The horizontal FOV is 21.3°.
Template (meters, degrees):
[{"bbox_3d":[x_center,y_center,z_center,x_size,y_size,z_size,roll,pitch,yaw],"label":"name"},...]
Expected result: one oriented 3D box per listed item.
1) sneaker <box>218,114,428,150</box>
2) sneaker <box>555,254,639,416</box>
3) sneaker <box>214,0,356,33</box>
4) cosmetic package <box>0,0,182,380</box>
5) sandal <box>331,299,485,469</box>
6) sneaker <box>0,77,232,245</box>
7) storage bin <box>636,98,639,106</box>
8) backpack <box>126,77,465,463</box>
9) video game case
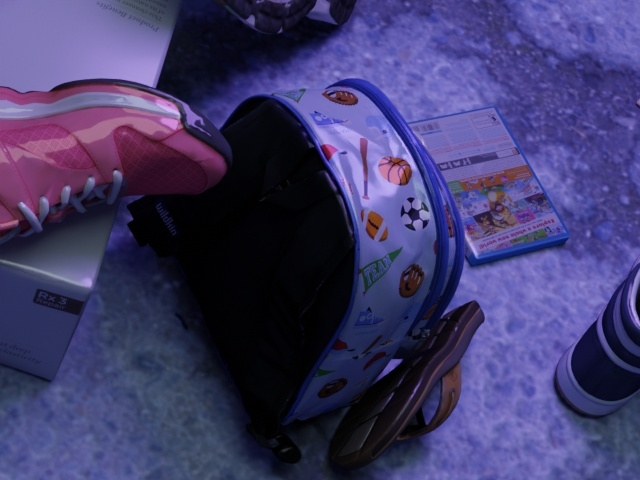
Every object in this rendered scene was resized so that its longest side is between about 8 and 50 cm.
[{"bbox_3d":[0.007,-0.086,1.592,0.232,0.115,0.090,-5,60,-25],"label":"sneaker"},{"bbox_3d":[0.342,0.045,1.617,0.099,0.153,0.282,42,52,8],"label":"sneaker"},{"bbox_3d":[-0.079,-0.288,1.618,0.182,0.158,0.410,19,7,16],"label":"sneaker"},{"bbox_3d":[-0.264,-0.097,1.466,0.217,0.156,0.385,21,53,-8],"label":"cosmetic package"},{"bbox_3d":[0.090,0.135,1.510,0.060,0.090,0.219,53,44,-10],"label":"sandal"},{"bbox_3d":[-0.225,-0.046,1.296,0.314,0.116,0.136,5,67,-10],"label":"sneaker"},{"bbox_3d":[0.526,-0.170,1.864,0.260,0.123,0.262,41,51,8],"label":"storage bin"},{"bbox_3d":[0.000,0.000,1.435,0.213,0.263,0.276,-21,67,-31],"label":"backpack"},{"bbox_3d":[0.163,-0.057,1.704,0.119,0.015,0.166,-13,63,-30],"label":"video game case"}]
